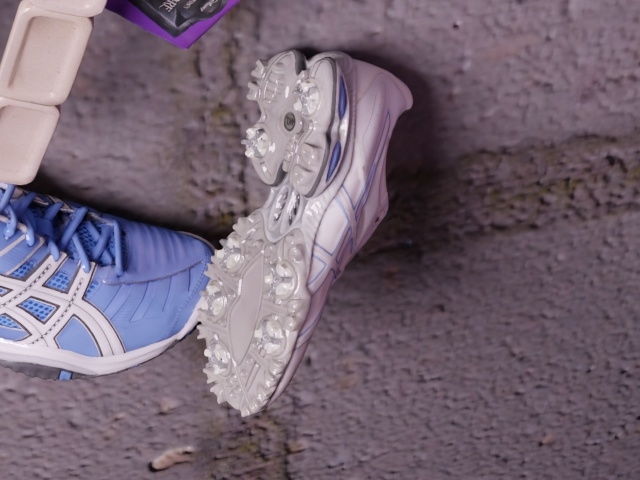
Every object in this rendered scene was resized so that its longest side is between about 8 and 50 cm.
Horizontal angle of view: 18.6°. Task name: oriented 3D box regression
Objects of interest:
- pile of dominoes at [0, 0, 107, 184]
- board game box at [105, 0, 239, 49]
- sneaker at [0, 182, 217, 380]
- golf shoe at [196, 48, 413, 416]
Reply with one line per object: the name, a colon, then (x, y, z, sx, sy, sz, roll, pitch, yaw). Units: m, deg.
pile of dominoes: (-0.180, -0.111, 0.734, 0.196, 0.040, 0.251, 10, 144, -17)
board game box: (-0.012, -0.224, 0.684, 0.208, 0.056, 0.347, 21, 129, -43)
sneaker: (-0.142, 0.011, 0.895, 0.211, 0.080, 0.081, 1, 142, -22)
golf shoe: (0.000, 0.000, 0.905, 0.086, 0.069, 0.176, 1, 113, -43)
